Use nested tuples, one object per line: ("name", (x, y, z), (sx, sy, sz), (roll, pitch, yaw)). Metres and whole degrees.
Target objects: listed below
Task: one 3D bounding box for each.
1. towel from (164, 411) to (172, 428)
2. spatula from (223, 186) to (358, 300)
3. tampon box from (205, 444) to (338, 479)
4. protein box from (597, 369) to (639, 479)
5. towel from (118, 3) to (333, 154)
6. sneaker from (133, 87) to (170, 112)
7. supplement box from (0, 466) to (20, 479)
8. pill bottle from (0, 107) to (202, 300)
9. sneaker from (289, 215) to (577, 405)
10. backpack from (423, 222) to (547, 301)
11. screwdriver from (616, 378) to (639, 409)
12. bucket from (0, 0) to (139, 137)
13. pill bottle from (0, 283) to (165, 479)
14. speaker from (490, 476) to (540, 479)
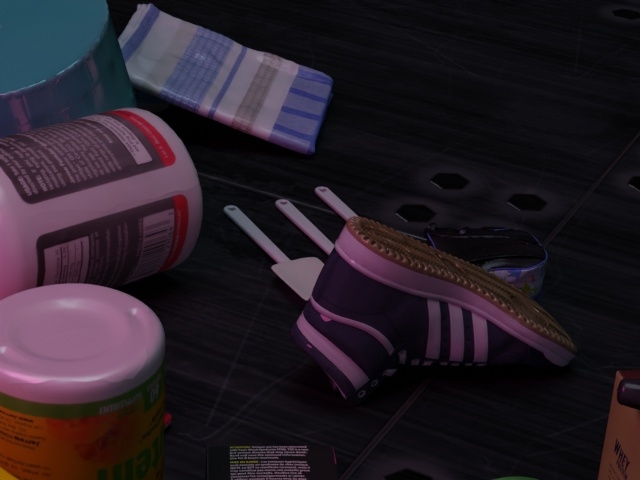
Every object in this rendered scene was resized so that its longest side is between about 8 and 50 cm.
("towel", (-0.294, 0.162, 1.362), (0.274, 0.031, 0.199), (14, 31, 19))
("spatula", (0.000, 0.000, 1.703), (0.168, 0.019, 0.242), (-13, 33, -26))
("tampon box", (-0.035, 0.245, 1.144), (0.101, 0.120, 0.161), (1, 29, -4))
("protein box", (0.298, 0.226, 1.133), (0.136, 0.201, 0.200), (-3, 29, -11))
("towel", (-0.124, -0.208, 1.973), (0.285, 0.034, 0.209), (22, 30, -3))
("sneaker", (-0.263, -0.195, 1.969), (0.162, 0.073, 0.063), (-18, 36, -35))
("supplement box", (-0.339, 0.233, 1.055), (0.356, 0.194, 0.195), (25, 35, 35))
("pill bottle", (-0.285, -0.016, 1.515), (0.176, 0.176, 0.318), (27, 32, 36))
("sneaker", (0.102, 0.095, 1.481), (0.282, 0.153, 0.099), (25, 16, -27))
("backpack", (0.170, 0.034, 1.591), (0.114, 0.084, 0.105), (-5, 29, -8))
("screwdriver", (0.293, 0.120, 1.093), (0.170, 0.024, 0.025), (10, 0, 8))
("bucket", (-0.337, -0.166, 1.722), (0.281, 0.183, 0.281), (-4, 45, 4))
("pill bottle", (-0.182, 0.167, 1.138), (0.136, 0.246, 0.136), (3, 29, -2))
("speaker", (0.158, 0.295, 1.072), (0.131, 0.131, 0.296), (0, 29, -6))
